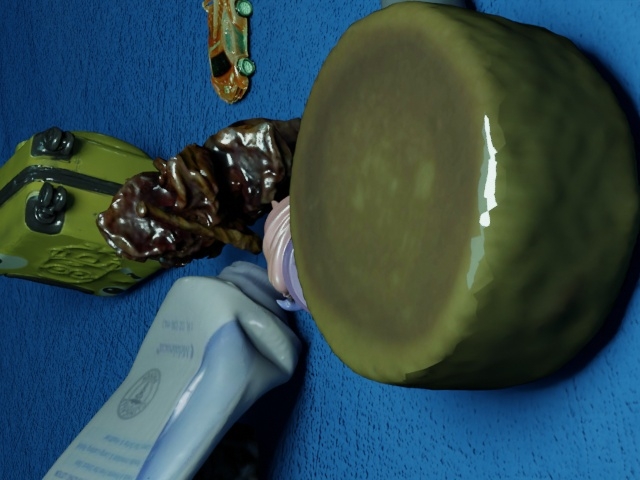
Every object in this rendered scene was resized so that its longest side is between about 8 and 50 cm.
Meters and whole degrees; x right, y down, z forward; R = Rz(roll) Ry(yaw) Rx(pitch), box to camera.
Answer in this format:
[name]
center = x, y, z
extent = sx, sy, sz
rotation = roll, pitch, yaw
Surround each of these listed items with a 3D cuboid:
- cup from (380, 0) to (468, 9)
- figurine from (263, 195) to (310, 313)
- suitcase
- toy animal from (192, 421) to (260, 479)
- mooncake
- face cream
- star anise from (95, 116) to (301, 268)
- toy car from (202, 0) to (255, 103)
[cup]
center = 0.088, -0.178, 1.265
extent = 0.100, 0.078, 0.077
rotation = 89, 175, -60
[figurine]
center = -0.006, -0.002, 1.338
extent = 0.126, 0.114, 0.157
rotation = -60, 34, 8
[suitcase]
center = -0.269, -0.036, 1.697
extent = 0.235, 0.194, 0.143
rotation = -30, 52, 53
[toy animal]
center = -0.144, 0.350, 1.406
extent = 0.302, 0.194, 0.344
rotation = -48, 31, 20
[mooncake]
center = 0.104, -0.030, 1.123
extent = 0.284, 0.156, 0.284
rotation = -11, 77, 56
[face cream]
center = -0.166, 0.195, 1.387
extent = 0.420, 0.137, 0.235
rotation = -54, 27, -21
[star anise]
center = -0.101, -0.036, 1.431
extent = 0.125, 0.220, 0.190
rotation = 60, 154, -4
[toy car]
center = -0.099, -0.206, 1.600
extent = 0.059, 0.035, 0.122
rotation = -22, 64, 51
